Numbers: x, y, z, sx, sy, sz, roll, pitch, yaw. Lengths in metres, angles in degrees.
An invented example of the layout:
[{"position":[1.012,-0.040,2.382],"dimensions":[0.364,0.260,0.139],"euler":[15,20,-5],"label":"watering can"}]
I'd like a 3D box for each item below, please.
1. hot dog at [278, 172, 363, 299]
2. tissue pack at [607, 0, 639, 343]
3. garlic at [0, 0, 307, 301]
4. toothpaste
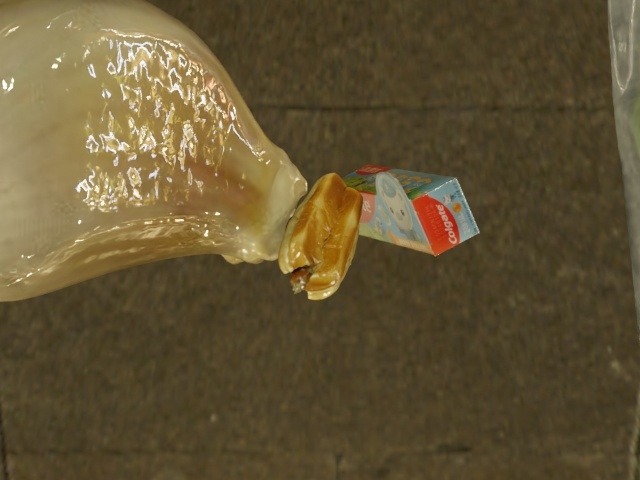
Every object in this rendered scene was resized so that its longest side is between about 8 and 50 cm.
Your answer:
[{"position":[0.000,0.000,1.206],"dimensions":[0.056,0.133,0.041],"euler":[39,124,-11],"label":"hot dog"},{"position":[0.263,-0.089,0.567],"dimensions":[0.124,0.394,0.288],"euler":[-4,91,-31],"label":"tissue pack"},{"position":[-0.211,-0.057,1.226],"dimensions":[0.340,0.231,0.246],"euler":[-25,108,-32],"label":"garlic"},{"position":[0.060,-0.036,1.374],"dimensions":[0.044,0.193,0.070],"euler":[-28,103,-14],"label":"toothpaste"}]
